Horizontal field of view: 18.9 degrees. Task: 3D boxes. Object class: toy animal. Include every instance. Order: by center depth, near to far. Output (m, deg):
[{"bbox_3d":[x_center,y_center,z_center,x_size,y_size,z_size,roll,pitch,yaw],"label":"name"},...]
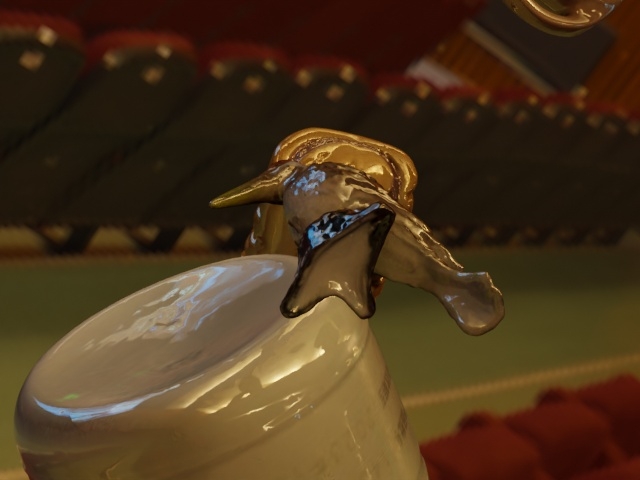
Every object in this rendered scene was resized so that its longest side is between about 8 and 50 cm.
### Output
[{"bbox_3d":[0.011,-0.007,1.015,0.105,0.070,0.202,9,16,-28],"label":"toy animal"}]

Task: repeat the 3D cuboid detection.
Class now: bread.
[{"bbox_3d":[0.000,0.000,1.672,0.134,0.225,0.081,10,44,-12],"label":"bread"}]

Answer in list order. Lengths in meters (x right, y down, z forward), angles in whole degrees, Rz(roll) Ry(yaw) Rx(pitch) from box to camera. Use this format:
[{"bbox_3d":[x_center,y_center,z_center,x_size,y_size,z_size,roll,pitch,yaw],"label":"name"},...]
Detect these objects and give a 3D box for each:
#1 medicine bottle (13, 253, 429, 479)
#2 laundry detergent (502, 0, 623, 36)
[{"bbox_3d":[-0.043,0.190,1.290,0.245,0.245,0.306,-84,154,-69],"label":"medicine bottle"},{"bbox_3d":[0.223,-0.305,2.045,0.237,0.076,0.171,7,68,-35],"label":"laundry detergent"}]
